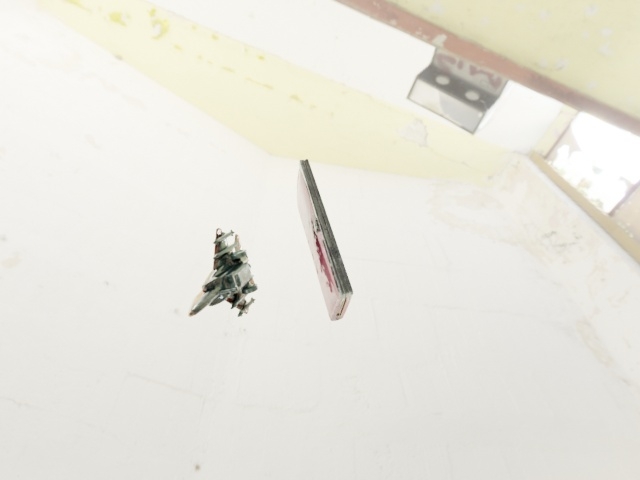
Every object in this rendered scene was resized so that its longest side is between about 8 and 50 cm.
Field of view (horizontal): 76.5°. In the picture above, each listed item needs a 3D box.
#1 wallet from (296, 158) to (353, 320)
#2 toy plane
[{"bbox_3d":[0.000,0.000,0.632,0.025,0.119,0.232,-12,-118,-11],"label":"wallet"},{"bbox_3d":[-0.209,0.092,0.900,0.104,0.223,0.326,-15,-167,4],"label":"toy plane"}]
